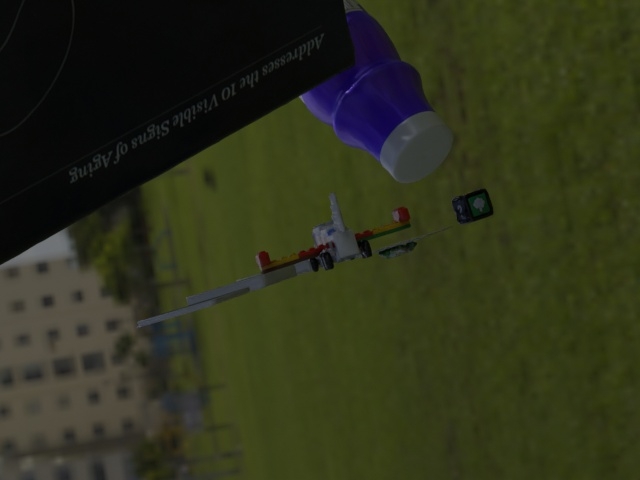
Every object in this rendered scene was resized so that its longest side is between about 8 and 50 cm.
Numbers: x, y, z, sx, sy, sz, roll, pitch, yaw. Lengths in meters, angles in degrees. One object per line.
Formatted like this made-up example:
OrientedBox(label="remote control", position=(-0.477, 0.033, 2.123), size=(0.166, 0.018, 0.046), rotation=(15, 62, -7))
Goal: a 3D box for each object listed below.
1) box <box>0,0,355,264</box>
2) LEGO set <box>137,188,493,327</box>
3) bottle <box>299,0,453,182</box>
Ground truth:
OrientedBox(label="box", position=(-0.273, -0.267, 1.387), size=(0.297, 0.480, 0.471), rotation=(30, 143, 47))
OrientedBox(label="LEGO set", position=(0.000, 0.000, 1.378), size=(0.182, 0.244, 0.060), rotation=(-19, -89, -55))
OrientedBox(label="bottle", position=(0.013, -0.166, 1.683), size=(0.283, 0.092, 0.118), rotation=(50, 166, 32))
